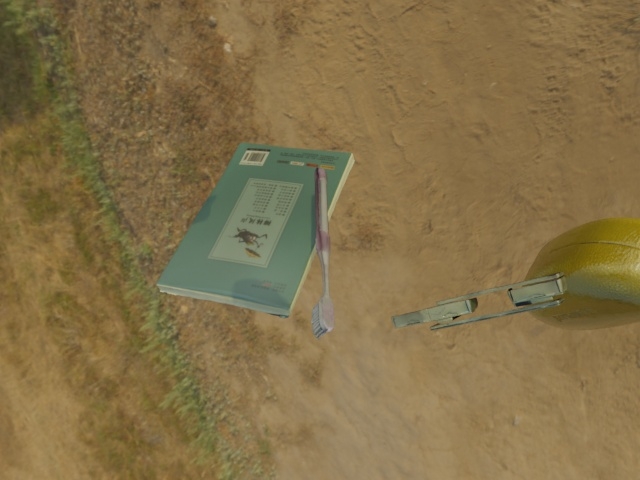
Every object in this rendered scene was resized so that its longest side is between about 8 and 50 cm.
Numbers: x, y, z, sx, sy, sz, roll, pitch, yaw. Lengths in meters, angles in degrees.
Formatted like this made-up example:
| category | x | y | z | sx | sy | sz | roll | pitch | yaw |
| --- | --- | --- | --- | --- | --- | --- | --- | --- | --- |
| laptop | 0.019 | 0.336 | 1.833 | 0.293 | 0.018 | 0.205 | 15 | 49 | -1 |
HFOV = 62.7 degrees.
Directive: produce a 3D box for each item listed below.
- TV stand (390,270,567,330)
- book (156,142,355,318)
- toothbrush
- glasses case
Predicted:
| category | x | y | z | sx | sy | sz | roll | pitch | yaw |
| --- | --- | --- | --- | --- | --- | --- | --- | --- | --- |
| TV stand | 0.214 | 0.093 | 0.735 | 0.249 | 0.036 | 0.042 | -20 | 84 | 34 |
| book | -0.111 | -0.043 | 0.985 | 0.263 | 0.380 | 0.031 | 9 | 144 | 20 |
| toothbrush | 0.000 | 0.000 | 0.789 | 0.024 | 0.354 | 0.029 | 31 | 125 | -26 |
| glasses case | 0.477 | 0.077 | 0.934 | 0.173 | 0.141 | 0.371 | 32 | 166 | 6 |
